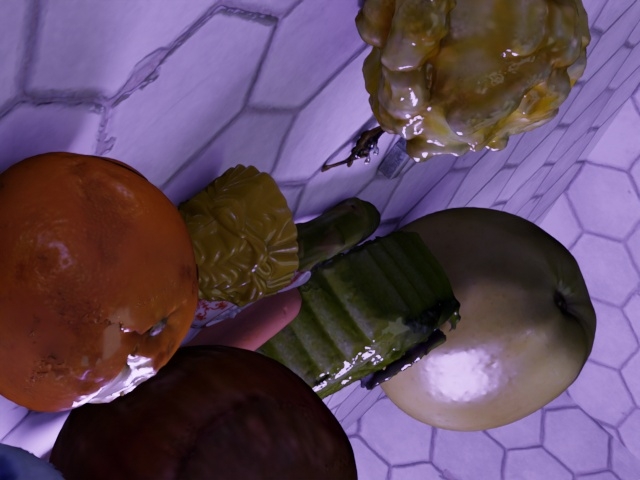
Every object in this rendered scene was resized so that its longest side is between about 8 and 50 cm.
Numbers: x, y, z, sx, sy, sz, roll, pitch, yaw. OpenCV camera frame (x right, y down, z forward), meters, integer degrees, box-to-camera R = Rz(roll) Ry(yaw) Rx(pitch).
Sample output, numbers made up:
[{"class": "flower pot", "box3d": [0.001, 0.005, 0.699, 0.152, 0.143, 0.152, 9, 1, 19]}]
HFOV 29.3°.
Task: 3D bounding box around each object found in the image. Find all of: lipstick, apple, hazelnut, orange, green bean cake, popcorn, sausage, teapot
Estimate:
[{"class": "lipstick", "box3d": [0.147, -0.161, 2.052, 0.129, 0.030, 0.030, -54, 164, 26]}, {"class": "apple", "box3d": [0.317, 0.155, 2.455, 0.473, 0.473, 0.473, -44, 165, -15]}, {"class": "hazelnut", "box3d": [-0.171, 0.320, 1.672, 0.421, 0.421, 0.352, -40, 132, -26]}, {"class": "orange", "box3d": [-0.228, 0.038, 1.124, 0.240, 0.240, 0.240, -44, 165, -15]}, {"class": "green bean cake", "box3d": [0.057, 0.154, 2.169, 0.335, 0.218, 0.319, -42, 167, 31]}, {"class": "popcorn", "box3d": [0.178, -0.234, 1.457, 0.335, 0.279, 0.274, 140, -44, -70]}, {"class": "sausage", "box3d": [-0.138, 0.146, 1.938, 0.289, 0.086, 0.086, -35, 161, -37]}, {"class": "teapot", "box3d": [-0.135, 0.069, 1.686, 0.245, 0.116, 0.159, -35, -177, 27]}]

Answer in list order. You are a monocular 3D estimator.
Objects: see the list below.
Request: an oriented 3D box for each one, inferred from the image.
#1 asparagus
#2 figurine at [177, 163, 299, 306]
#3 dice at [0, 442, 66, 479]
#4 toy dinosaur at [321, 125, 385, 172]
[{"class": "asparagus", "box3d": [0.000, -0.002, 1.932, 0.343, 0.085, 0.082, -30, 115, -60]}, {"class": "figurine", "box3d": [-0.198, 0.043, 1.436, 0.315, 0.168, 0.187, -25, -177, -32]}, {"class": "dice", "box3d": [-0.430, 0.418, 1.456, 0.262, 0.265, 0.268, -29, 157, -51]}, {"class": "toy dinosaur", "box3d": [0.074, -0.146, 1.873, 0.180, 0.037, 0.058, -42, 169, -16]}]
